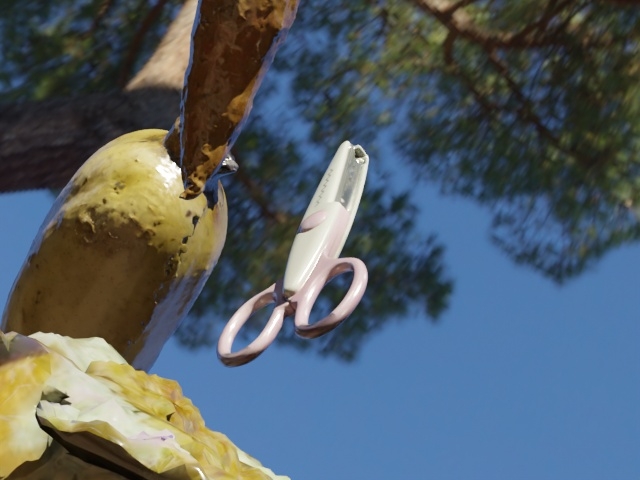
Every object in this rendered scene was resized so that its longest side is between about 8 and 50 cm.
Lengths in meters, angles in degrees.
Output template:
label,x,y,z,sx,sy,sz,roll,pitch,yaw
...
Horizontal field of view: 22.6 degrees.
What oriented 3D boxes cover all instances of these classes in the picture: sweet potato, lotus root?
label,x,y,z,sx,sy,sz,roll,pitch,yaw
sweet potato,-0.034,-0.174,0.944,0.072,0.066,0.314,24,-94,-32
lotus root,-0.164,0.016,1.303,0.146,0.160,0.284,27,-69,-28

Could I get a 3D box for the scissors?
label,x,y,z,sx,sy,sz,roll,pitch,yaw
scissors,0.000,0.000,0.812,0.085,0.176,0.022,-24,-64,30

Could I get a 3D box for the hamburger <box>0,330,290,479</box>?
label,x,y,z,sx,sy,sz,roll,pitch,yaw
hamburger,-0.070,0.194,0.445,0.277,0.195,0.318,-38,-100,-8
